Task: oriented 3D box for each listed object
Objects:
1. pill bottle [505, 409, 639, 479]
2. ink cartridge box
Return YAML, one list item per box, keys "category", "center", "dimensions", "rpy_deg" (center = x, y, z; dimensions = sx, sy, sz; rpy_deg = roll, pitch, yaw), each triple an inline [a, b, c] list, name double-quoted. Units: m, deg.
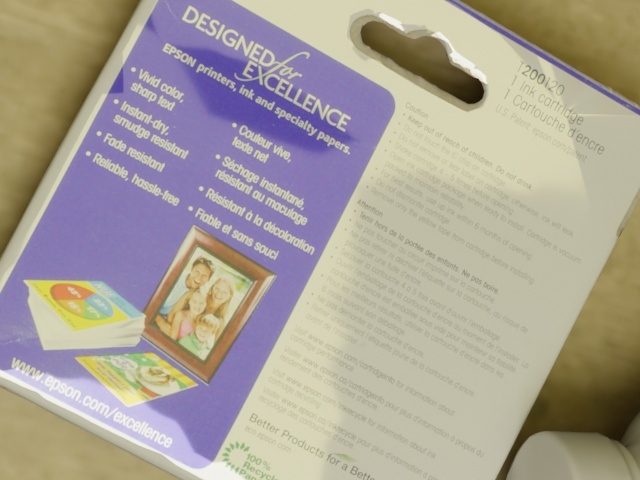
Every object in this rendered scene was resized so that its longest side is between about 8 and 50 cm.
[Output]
- category: "pill bottle"
  center: [0.204, 0.125, 0.681]
  dimensions: [0.264, 0.146, 0.146]
  rpy_deg: [5, 90, -12]
- category: "ink cartridge box"
  center: [0.000, 0.000, 0.683]
  dimensions: [0.206, 0.045, 0.208]
  rpy_deg: [29, 85, -11]
